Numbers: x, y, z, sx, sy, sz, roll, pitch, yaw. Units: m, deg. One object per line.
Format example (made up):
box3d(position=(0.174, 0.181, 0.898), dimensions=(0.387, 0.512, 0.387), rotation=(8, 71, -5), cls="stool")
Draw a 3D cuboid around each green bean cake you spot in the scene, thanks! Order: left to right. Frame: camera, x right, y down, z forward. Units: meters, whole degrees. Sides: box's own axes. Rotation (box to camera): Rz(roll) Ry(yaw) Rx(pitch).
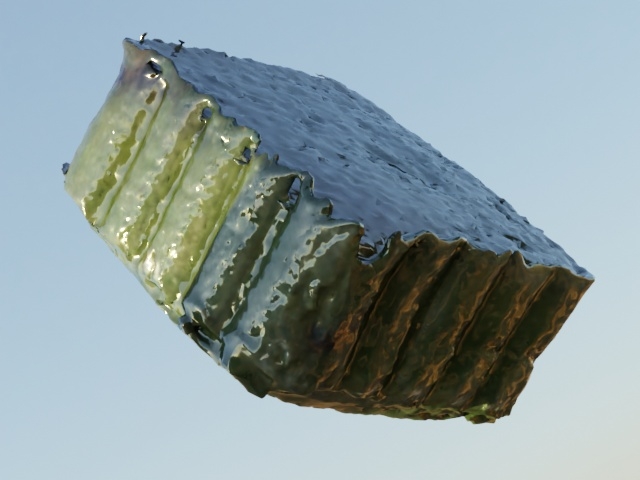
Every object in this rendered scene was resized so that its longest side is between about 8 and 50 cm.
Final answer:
box3d(position=(0.000, 0.000, 0.853), dimensions=(0.181, 0.173, 0.094), rotation=(11, -66, -51), cls="green bean cake")
